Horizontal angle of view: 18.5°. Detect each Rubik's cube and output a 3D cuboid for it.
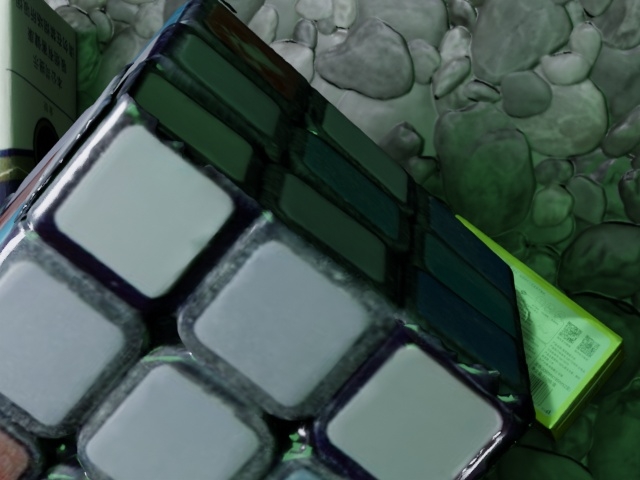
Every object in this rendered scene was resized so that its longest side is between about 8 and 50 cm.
[{"bbox_3d":[-0.084,0.083,1.415,0.362,0.359,0.363,37,108,-12],"label":"Rubik's cube"}]

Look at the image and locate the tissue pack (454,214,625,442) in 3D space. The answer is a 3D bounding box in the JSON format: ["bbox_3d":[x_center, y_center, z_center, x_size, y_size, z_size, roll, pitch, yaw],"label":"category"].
[{"bbox_3d":[0.151,0.072,1.602,0.176,0.062,0.095,37,84,20],"label":"tissue pack"}]

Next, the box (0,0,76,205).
[{"bbox_3d":[-0.265,-0.085,1.688,0.071,0.168,0.259,-8,74,13],"label":"box"}]
